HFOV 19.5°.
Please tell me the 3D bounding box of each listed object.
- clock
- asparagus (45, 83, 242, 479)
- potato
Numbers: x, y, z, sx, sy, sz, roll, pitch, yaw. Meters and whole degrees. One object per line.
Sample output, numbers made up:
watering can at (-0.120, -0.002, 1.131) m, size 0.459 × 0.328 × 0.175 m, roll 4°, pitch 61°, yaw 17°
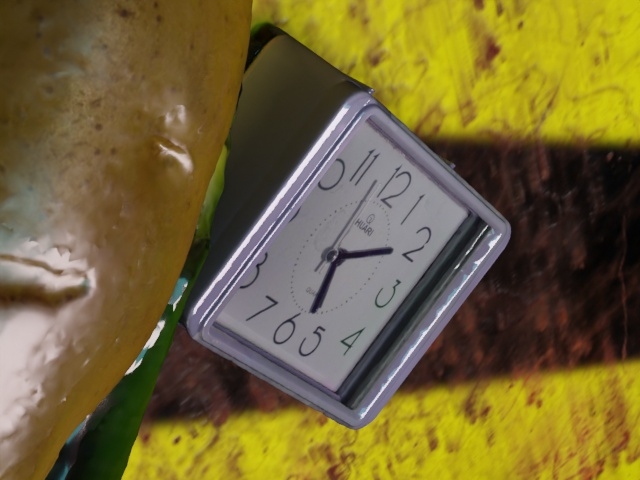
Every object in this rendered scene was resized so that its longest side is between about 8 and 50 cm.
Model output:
clock at (0.000, -0.001, 0.931) m, size 0.144 × 0.073 × 0.193 m, roll -53°, pitch 145°, yaw 1°
asparagus at (-0.137, 0.083, 0.819) m, size 0.128 × 0.108 × 0.382 m, roll 2°, pitch 116°, yaw -47°
potato at (-0.150, -0.014, 0.676) m, size 0.369 × 0.195 × 0.176 m, roll -58°, pitch 176°, yaw -9°
